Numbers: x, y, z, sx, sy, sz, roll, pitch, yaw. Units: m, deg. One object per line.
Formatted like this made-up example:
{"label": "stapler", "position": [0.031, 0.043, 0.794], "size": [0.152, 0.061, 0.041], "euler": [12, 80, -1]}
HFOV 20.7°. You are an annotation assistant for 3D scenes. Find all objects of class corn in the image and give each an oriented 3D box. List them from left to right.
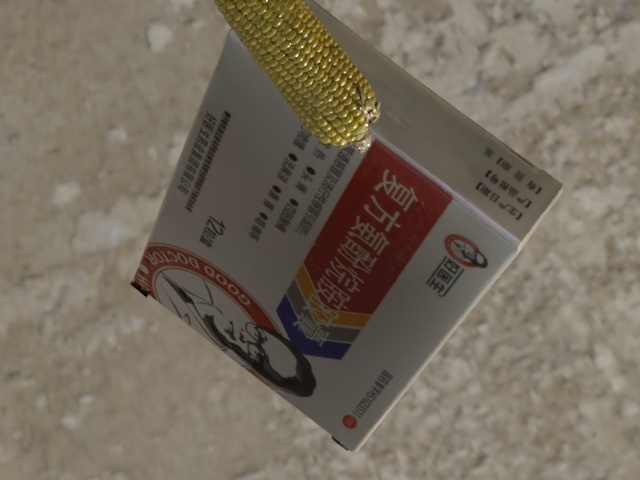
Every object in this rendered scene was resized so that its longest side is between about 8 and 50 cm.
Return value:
{"label": "corn", "position": [-0.007, -0.063, 0.587], "size": [0.027, 0.028, 0.083], "euler": [-35, 109, 9]}

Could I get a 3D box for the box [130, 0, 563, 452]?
{"label": "box", "position": [0.000, 0.000, 1.162], "size": [0.214, 0.069, 0.353], "euler": [37, 151, 4]}
